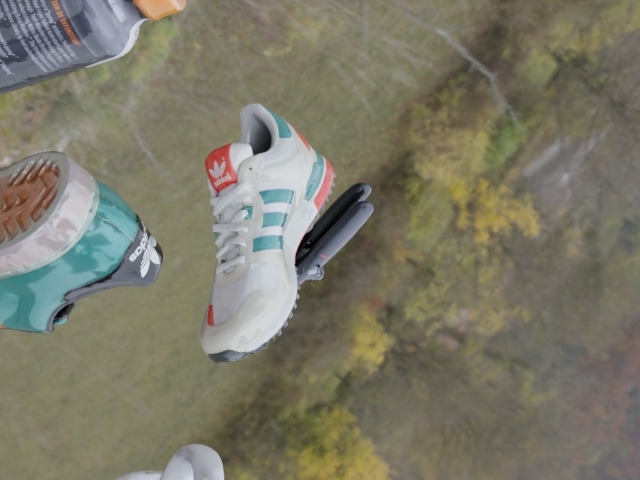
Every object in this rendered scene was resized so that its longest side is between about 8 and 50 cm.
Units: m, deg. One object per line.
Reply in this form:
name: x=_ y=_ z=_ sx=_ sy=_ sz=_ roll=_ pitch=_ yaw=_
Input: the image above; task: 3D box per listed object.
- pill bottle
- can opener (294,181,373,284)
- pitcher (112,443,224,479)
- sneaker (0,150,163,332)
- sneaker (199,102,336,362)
pill bottle: x=-0.236 y=-0.193 z=0.869 sx=0.245 sy=0.130 sz=0.130 roll=-15 pitch=165 yaw=9
can opener: x=0.000 y=0.000 z=1.175 sx=0.073 sy=0.059 sz=0.186 roll=11 pitch=148 yaw=-35
pitcher: x=-0.110 y=0.240 z=0.664 sx=0.178 sy=0.125 sz=0.207 roll=132 pitch=-32 yaw=-51
sneaker: x=-0.249 y=0.027 z=0.804 sx=0.121 sy=0.302 sz=0.108 roll=42 pitch=49 yaw=-39
sneaker: x=-0.045 y=-0.009 z=0.595 sx=0.057 sy=0.075 sz=0.161 roll=-16 pitch=-141 yaw=36
